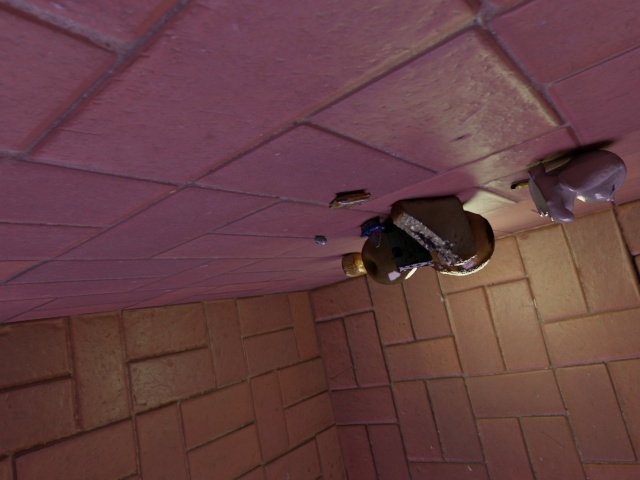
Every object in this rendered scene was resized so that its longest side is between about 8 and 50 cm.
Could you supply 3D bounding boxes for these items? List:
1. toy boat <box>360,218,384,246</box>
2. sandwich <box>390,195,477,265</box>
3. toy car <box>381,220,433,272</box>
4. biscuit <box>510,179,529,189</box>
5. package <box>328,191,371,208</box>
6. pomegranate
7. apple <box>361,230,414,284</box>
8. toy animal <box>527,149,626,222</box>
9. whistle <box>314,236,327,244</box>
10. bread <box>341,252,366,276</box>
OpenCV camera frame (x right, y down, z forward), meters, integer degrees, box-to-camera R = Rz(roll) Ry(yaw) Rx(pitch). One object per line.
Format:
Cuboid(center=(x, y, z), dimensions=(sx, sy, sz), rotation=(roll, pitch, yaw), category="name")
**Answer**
Cuboid(center=(0.217, -0.025, 1.789), dimensions=(0.091, 0.110, 0.175), rotation=(-11, 168, -9), category="toy boat")
Cuboid(center=(0.409, -0.030, 1.595), dimensions=(0.289, 0.254, 0.100), rotation=(-5, 166, -25), category="sandwich")
Cuboid(center=(0.331, 0.018, 1.768), dimensions=(0.142, 0.097, 0.320), rotation=(-13, -149, 2), category="toy car")
Cuboid(center=(0.850, -0.233, 1.641), dimensions=(0.292, 0.026, 0.048), rotation=(-14, -171, 9), category="biscuit")
Cuboid(center=(0.088, -0.119, 1.349), dimensions=(0.108, 0.031, 0.121), rotation=(-10, 175, -11), category="package")
Cuboid(center=(0.585, 0.008, 1.930), dimensions=(0.323, 0.321, 0.322), rotation=(-12, 170, -2), category="pomegranate")
Cuboid(center=(0.323, 0.069, 2.046), dimensions=(0.234, 0.256, 0.257), rotation=(-27, 176, -24), category="apple")
Cuboid(center=(0.819, -0.190, 1.421), dimensions=(0.265, 0.205, 0.272), rotation=(-25, -178, 18), category="toy animal")
Cuboid(center=(0.000, 0.000, 1.878), dimensions=(0.035, 0.035, 0.100), rotation=(-16, 168, 22), category="whistle")
Cuboid(center=(0.208, 0.141, 2.622), dimensions=(0.114, 0.132, 0.191), rotation=(-21, 169, 31), category="bread")
